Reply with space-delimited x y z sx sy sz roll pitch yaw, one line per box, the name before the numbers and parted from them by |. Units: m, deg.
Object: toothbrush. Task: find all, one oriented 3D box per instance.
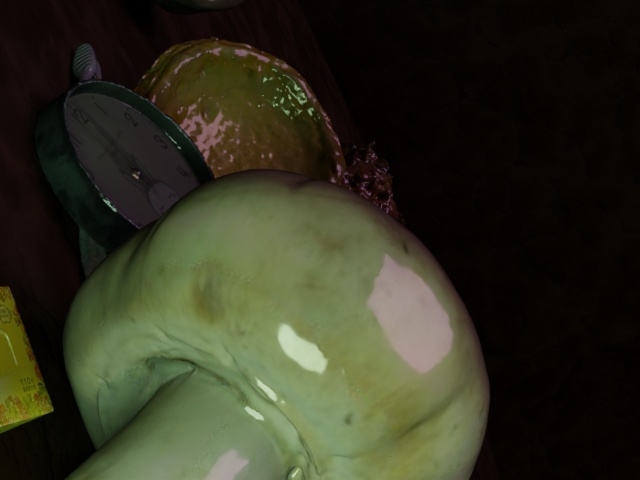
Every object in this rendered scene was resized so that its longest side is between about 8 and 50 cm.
toothbrush | -0.230 -0.079 1.270 0.037 0.028 0.375 68 7 -45

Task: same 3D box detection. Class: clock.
clock | -0.182 -0.065 1.241 0.215 0.042 0.215 38 29 -26

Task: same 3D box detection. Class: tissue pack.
tissue pack | -0.241 0.083 0.788 0.176 0.062 0.095 10 59 -79

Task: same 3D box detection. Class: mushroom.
mushroom | -0.060 0.105 0.978 0.353 0.353 0.325 -21 117 -80

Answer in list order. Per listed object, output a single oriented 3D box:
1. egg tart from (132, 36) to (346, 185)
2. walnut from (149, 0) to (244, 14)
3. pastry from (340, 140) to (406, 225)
egg tart | -0.113 -0.089 1.449 0.294 0.123 0.294 13 62 -26
walnut | -0.173 -0.404 1.718 0.224 0.224 0.224 -22 90 -80
pastry | 0.000 0.000 1.633 0.193 0.275 0.275 51 11 -2
